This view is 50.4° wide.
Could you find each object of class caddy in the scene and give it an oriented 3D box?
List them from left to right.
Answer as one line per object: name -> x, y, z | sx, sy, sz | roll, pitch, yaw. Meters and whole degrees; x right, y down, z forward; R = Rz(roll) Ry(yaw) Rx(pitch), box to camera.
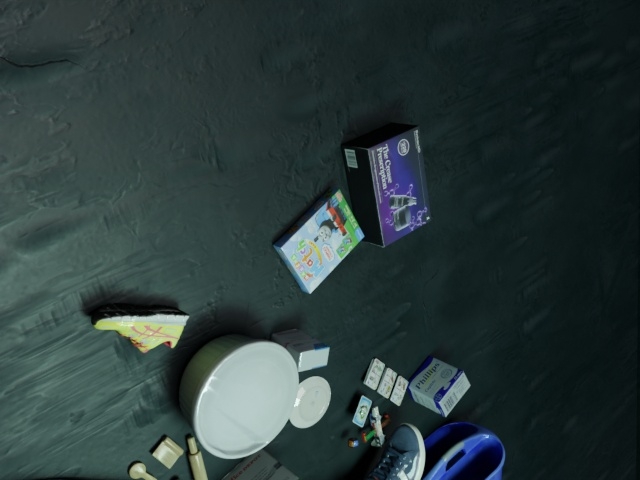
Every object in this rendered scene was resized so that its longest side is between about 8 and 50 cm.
caddy -> 0.402, 0.690, 2.050 | 0.341, 0.241, 0.179 | -29, 124, -32

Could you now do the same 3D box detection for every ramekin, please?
ramekin -> -0.191, 0.335, 1.519 | 0.273, 0.127, 0.273 | -13, 110, -38

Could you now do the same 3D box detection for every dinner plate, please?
dinner plate -> -0.024, 0.421, 1.760 | 0.141, 0.017, 0.141 | -12, 109, -39

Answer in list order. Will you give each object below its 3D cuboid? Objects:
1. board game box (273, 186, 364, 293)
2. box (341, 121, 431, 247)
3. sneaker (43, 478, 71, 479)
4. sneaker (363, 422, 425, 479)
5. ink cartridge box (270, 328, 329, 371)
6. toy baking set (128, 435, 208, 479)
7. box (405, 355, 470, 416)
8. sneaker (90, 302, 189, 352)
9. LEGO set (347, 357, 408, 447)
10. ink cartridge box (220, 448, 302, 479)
board game box -> 0.000, 0.000, 1.646 | 0.211, 0.039, 0.160 | -46, 127, -20
box -> 0.171, -0.142, 1.712 | 0.184, 0.103, 0.261 | -30, 120, -34
sneaker -> -0.479, 0.601, 1.356 | 0.319, 0.127, 0.208 | 22, 94, -34
sneaker -> 0.169, 0.668, 1.866 | 0.148, 0.131, 0.350 | 22, 86, -41
ink cartridge box -> -0.052, 0.260, 1.620 | 0.088, 0.122, 0.052 | -4, 109, -39
toy baking set -> -0.343, 0.561, 1.522 | 0.197, 0.030, 0.256 | -24, 110, -27
box -> 0.342, 0.425, 1.990 | 0.126, 0.137, 0.072 | -45, 125, -22
sneaker -> -0.361, 0.181, 1.364 | 0.208, 0.081, 0.094 | 10, 97, -42
LEGO set -> 0.146, 0.474, 1.911 | 0.182, 0.060, 0.244 | 40, 65, -39
ink cartridge box -> -0.126, 0.606, 1.598 | 0.153, 0.208, 0.087 | -37, 126, -26
